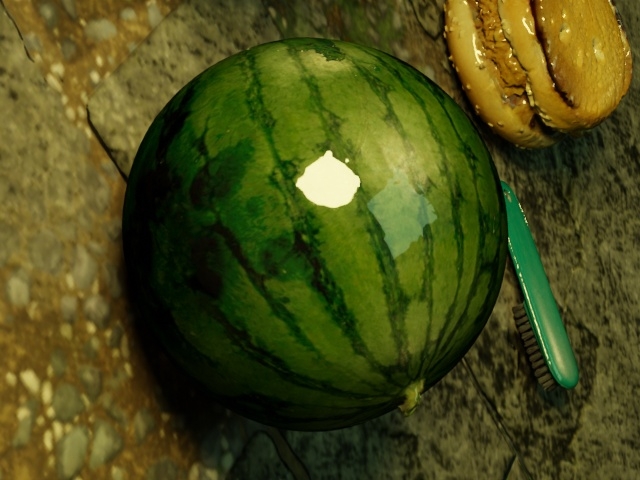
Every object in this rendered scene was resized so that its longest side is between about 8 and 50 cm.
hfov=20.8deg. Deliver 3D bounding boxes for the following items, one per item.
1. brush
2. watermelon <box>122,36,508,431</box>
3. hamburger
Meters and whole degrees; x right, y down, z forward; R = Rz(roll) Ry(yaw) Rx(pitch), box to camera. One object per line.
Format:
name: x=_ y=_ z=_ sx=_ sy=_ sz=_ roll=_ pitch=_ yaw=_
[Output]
brush: x=0.177 y=0.041 z=1.510 sx=0.043 sy=0.032 sz=0.193 roll=1 pitch=65 yaw=-51
watermelon: x=-0.002 y=-0.004 z=1.073 sx=0.242 sy=0.242 sz=0.242 roll=25 pitch=58 yaw=-49
hamburger: x=0.191 y=-0.172 z=1.524 sx=0.191 sy=0.118 sz=0.182 roll=-2 pitch=83 yaw=-52
